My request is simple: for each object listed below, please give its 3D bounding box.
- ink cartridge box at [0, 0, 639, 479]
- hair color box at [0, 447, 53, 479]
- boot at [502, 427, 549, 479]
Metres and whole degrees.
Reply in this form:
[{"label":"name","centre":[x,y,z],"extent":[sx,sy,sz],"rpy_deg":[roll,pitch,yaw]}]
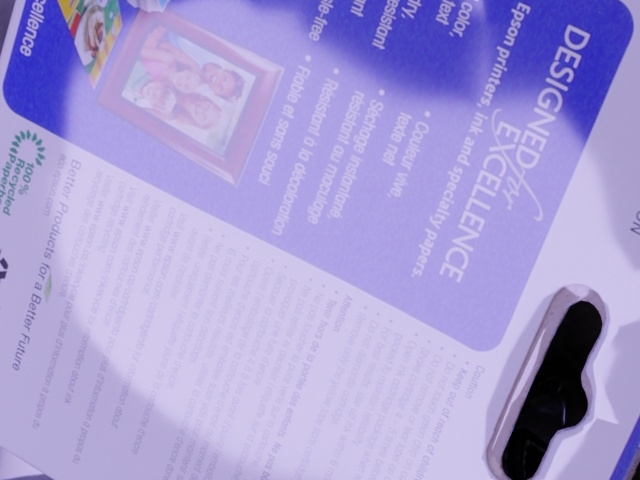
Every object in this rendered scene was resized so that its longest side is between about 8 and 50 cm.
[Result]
[{"label":"ink cartridge box","centre":[0.000,0.000,0.689],"extent":[0.307,0.072,0.304],"rpy_deg":[27,112,15]},{"label":"hair color box","centre":[-0.056,0.104,0.850],"extent":[0.185,0.113,0.374],"rpy_deg":[16,109,14]},{"label":"boot","centre":[0.259,0.168,0.740],"extent":[0.284,0.138,0.377],"rpy_deg":[-38,100,23]}]
